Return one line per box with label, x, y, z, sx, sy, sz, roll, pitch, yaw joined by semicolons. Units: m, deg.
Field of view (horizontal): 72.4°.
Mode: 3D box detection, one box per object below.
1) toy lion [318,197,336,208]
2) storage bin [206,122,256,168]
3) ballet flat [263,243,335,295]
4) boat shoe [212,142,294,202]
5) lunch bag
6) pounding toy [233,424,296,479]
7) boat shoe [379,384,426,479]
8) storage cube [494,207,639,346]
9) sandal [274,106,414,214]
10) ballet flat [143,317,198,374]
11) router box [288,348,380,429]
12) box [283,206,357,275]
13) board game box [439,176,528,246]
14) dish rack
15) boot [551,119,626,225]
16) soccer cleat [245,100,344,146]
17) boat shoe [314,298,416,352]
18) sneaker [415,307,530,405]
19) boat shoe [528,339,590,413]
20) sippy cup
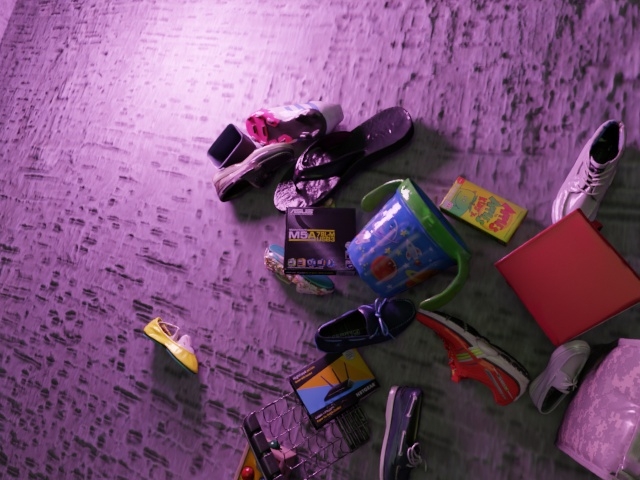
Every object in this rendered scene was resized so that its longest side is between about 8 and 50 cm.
toy lion;0.002;-0.060;1.225;0.100;0.034;0.096;-20;76;14
storage bin;-0.271;-0.283;1.349;0.135;0.091;0.098;-46;64;16
ballet flat;-0.061;0.094;1.187;0.240;0.091;0.077;33;119;30
boat shoe;-0.195;-0.198;1.305;0.284;0.102;0.093;-22;73;18
lunch bag;0.546;0.308;0.764;0.168;0.287;0.236;23;83;25
pounding toy;-0.144;0.540;1.068;0.129;0.100;0.141;17;81;24
boat shoe;0.189;0.457;0.971;0.078;0.095;0.255;-4;64;32
storage cube;0.506;0.077;0.882;0.215;0.183;0.193;-42;64;25
sandal;0.042;-0.239;1.202;0.445;0.107;0.168;-34;53;6
ballet flat;-0.422;0.296;1.266;0.230;0.077;0.077;27;69;27
router box;0.031;0.342;1.042;0.178;0.046;0.133;-25;63;-22
box;0.000;0.000;1.148;0.190;0.045;0.185;2;67;-1
board game box;0.395;-0.072;1.066;0.181;0.043;0.092;33;88;26
dish rack;-0.028;0.448;1.035;0.271;0.074;0.208;-23;64;-21
boot;0.590;-0.138;0.964;0.095;0.123;0.259;20;83;25
soccer cleat;-0.078;-0.349;1.307;0.330;0.116;0.143;8;33;38
boat shoe;0.112;0.206;1.040;0.258;0.089;0.109;-24;61;-8
sneaker;0.316;0.255;0.974;0.279;0.107;0.119;38;100;28
boat shoe;0.478;0.276;0.869;0.066;0.063;0.184;17;125;-8
sippy cup;0.195;0.011;1.034;0.224;0.306;0.240;-39;106;18
